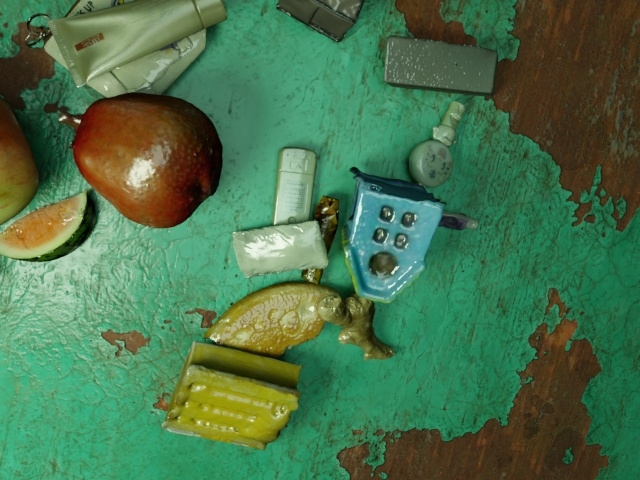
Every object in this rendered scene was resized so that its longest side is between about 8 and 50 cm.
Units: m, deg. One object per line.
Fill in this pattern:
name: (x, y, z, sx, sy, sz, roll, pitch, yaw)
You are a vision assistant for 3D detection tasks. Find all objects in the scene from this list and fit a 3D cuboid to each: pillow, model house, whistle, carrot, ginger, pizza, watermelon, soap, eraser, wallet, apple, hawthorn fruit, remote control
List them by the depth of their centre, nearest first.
apple: (-0.698, -0.155, 0.859, 0.277, 0.319, 0.319, -14, 105, -41)
hawthorn fruit: (-0.352, -0.170, 0.960, 0.311, 0.295, 0.295, 15, 97, 18)
wallet: (-0.416, -0.455, 0.994, 0.275, 0.068, 0.335, 42, 86, -15)
watermelon: (-0.610, -0.019, 1.032, 0.245, 0.063, 0.119, -30, 87, -2)
model house: (0.151, -0.005, 1.116, 0.216, 0.237, 0.303, 10, 106, -1)
pillow: (-0.100, 0.024, 1.137, 0.229, 0.051, 0.128, -7, 110, 8)
soap: (-0.219, 0.393, 1.138, 0.281, 0.143, 0.259, 19, 120, -19)
remote control: (-0.067, -0.117, 1.157, 0.098, 0.038, 0.233, 4, 100, -14)
eraser: (0.317, -0.443, 1.179, 0.353, 0.077, 0.111, 1, 102, -15)
carrot: (-0.001, 0.000, 1.180, 0.069, 0.069, 0.228, 12, 99, -16)
pizza: (-0.114, 0.207, 1.184, 0.365, 0.074, 0.182, -23, 102, -12)
ginger: (0.104, 0.224, 1.214, 0.148, 0.081, 0.333, -49, 131, -21)
whistle: (0.311, -0.247, 1.219, 0.126, 0.067, 0.258, 26, 88, -27)

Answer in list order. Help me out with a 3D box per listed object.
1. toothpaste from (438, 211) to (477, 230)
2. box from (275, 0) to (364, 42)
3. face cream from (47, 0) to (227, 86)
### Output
toothpaste: (0.283, -0.061, 1.253, 0.301, 0.048, 0.075, 6, 126, -9)
box: (0.028, -0.623, 1.034, 0.188, 0.153, 0.252, 22, 95, -16)
face cream: (-0.365, -0.440, 0.944, 0.341, 0.084, 0.137, -23, 98, -7)
